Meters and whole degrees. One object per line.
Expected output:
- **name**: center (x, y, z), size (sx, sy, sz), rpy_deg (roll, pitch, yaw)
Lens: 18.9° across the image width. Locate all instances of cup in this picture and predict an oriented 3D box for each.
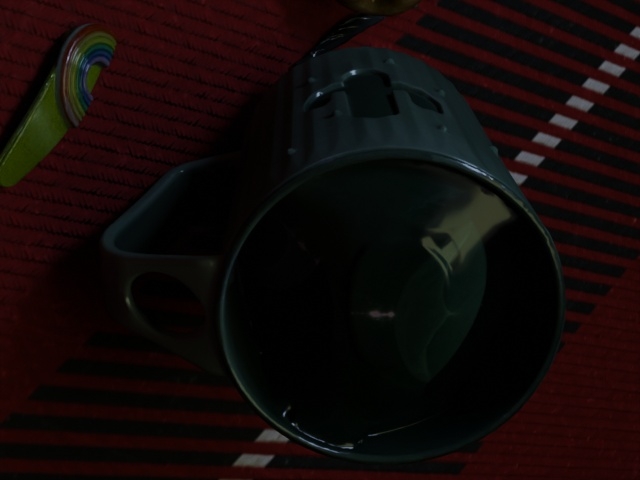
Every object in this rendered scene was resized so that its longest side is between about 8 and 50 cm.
- **cup**: center (0.013, -0.020, 1.843), size (0.401, 0.392, 0.310), rpy_deg (23, 110, -13)

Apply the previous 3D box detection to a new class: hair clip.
- **hair clip**: center (-0.245, -0.129, 1.771), size (0.188, 0.033, 0.060), rpy_deg (-60, 140, -19)

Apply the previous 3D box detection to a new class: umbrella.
- **umbrella**: center (0.063, -0.254, 2.116), size (0.269, 0.044, 0.044), rpy_deg (-37, 99, -40)

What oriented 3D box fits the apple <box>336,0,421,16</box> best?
- **apple**: center (0.062, -0.304, 2.009), size (0.146, 0.146, 0.131), rpy_deg (30, 62, -52)
